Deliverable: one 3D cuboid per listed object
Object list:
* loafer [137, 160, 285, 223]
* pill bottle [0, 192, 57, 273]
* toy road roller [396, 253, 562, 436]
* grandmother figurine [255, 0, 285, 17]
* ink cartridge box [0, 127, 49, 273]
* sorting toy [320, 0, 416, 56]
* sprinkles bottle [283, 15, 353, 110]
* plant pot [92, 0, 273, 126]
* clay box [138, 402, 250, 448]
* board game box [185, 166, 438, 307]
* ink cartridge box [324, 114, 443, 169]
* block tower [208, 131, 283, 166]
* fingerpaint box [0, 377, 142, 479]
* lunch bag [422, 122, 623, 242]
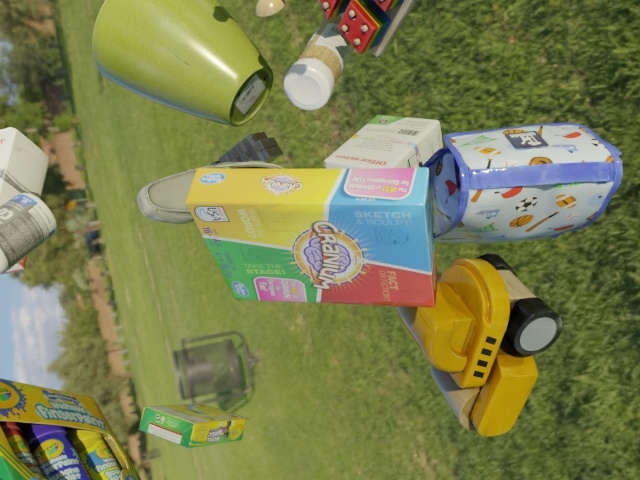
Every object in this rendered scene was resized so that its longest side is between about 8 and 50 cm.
[{"bbox_3d":[-0.212,-0.109,1.367,0.111,0.319,0.112,-36,75,49],"label":"loafer"},{"bbox_3d":[-0.448,-0.001,0.953,0.078,0.137,0.078,19,134,21],"label":"pill bottle"},{"bbox_3d":[0.252,0.187,1.235,0.202,0.240,0.330,-120,37,-54],"label":"toy road roller"},{"bbox_3d":[-0.095,-0.535,1.043,0.104,0.207,0.342,51,169,48],"label":"grandmother figurine"},{"bbox_3d":[-0.695,-0.070,1.391,0.117,0.207,0.283,54,-150,-53],"label":"ink cartridge box"},{"bbox_3d":[0.087,-0.590,1.567,0.255,0.089,0.257,51,149,8],"label":"sorting toy"},{"bbox_3d":[0.012,-0.476,1.766,0.355,0.121,0.121,-67,-12,-47],"label":"sprinkles bottle"},{"bbox_3d":[-0.250,-0.362,1.358,0.293,0.275,0.275,37,147,14],"label":"plant pot"},{"bbox_3d":[-0.248,0.375,1.386,0.222,0.127,0.053,26,-104,-62],"label":"clay box"},{"bbox_3d":[0.000,0.000,0.957,0.242,0.316,0.064,72,-157,-51],"label":"board game box"},{"bbox_3d":[0.173,-0.218,1.807,0.201,0.278,0.117,13,132,35],"label":"ink cartridge box"},{"bbox_3d":[-0.270,-0.203,2.013,0.335,0.097,0.091,-31,89,27],"label":"block tower"},{"bbox_3d":[-0.552,0.478,1.367,0.371,0.163,0.445,48,179,26],"label":"fingerpaint box"},{"bbox_3d":[0.410,-0.120,1.448,0.385,0.327,0.239,99,167,-86],"label":"lunch bag"}]
